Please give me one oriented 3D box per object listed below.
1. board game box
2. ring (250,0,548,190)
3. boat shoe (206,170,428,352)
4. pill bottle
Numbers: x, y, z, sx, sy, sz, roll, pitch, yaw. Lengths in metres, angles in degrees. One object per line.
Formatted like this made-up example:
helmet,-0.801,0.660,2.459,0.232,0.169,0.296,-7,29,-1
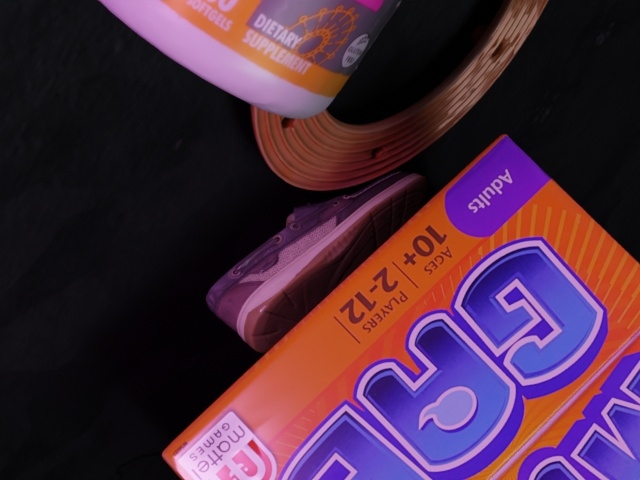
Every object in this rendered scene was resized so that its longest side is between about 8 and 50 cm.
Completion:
board game box,0.131,0.196,1.068,0.356,0.356,0.356,-43,171,-9
ring,0.073,-0.180,0.934,0.337,0.032,0.336,-34,151,-23
boat shoe,0.000,0.001,1.021,0.223,0.073,0.080,-40,149,-32
pill bottle,0.008,-0.215,0.643,0.278,0.162,0.162,-55,153,15
